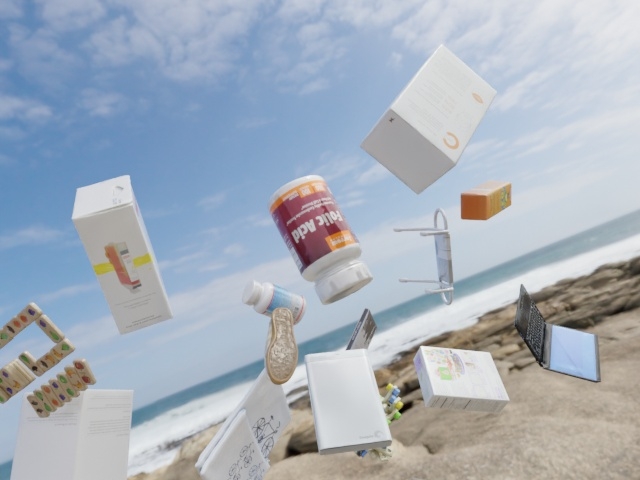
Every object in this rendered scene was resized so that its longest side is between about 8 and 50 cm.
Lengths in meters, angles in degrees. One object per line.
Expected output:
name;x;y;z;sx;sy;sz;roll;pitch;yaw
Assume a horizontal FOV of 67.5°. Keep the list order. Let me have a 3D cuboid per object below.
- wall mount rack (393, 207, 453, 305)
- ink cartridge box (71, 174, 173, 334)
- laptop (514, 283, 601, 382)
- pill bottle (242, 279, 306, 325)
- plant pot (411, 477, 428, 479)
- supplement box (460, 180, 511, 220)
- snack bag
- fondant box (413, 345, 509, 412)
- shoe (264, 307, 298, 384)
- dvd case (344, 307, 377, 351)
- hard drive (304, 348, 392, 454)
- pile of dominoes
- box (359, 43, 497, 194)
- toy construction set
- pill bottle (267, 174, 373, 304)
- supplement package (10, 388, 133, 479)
wall mount rack;0.376;0.060;1.733;0.131;0.349;0.304;-6;5;-7
ink cartridge box;-0.584;0.035;1.422;0.161;0.384;0.279;-17;29;-17
laptop;0.734;0.278;1.484;0.137;0.264;0.234;-27;12;36
pill bottle;-0.124;0.164;1.283;0.160;0.087;0.087;26;-36;-25
plant pot;0.474;1.128;2.133;0.109;0.096;0.109;33;-34;-29
supplement box;0.481;-0.118;1.381;0.080;0.078;0.233;5;18;35
snack bag;-0.178;0.532;1.278;0.037;0.323;0.342;14;44;26
fondant box;0.575;0.573;1.980;0.331;0.238;0.096;9;-52;-12
shoe;-0.096;0.260;1.157;0.077;0.219;0.058;12;-52;-10
dvd case;0.194;0.464;2.255;0.030;0.238;0.179;12;-34;30
hard drive;0.084;0.533;1.625;0.233;0.353;0.047;-4;-48;-9
pile of dominoes;-0.558;0.251;0.922;0.251;0.196;0.040;-33;12;28
box;0.298;-0.332;1.301;0.345;0.215;0.168;-54;5;-33
toy construction set;0.220;0.747;1.909;0.151;0.327;0.215;22;29;35
pill bottle;0.000;0.000;1.592;0.224;0.392;0.224;-26;-15;-8
supplement package;-0.563;0.494;1.089;0.176;0.292;0.177;-8;-20;15
